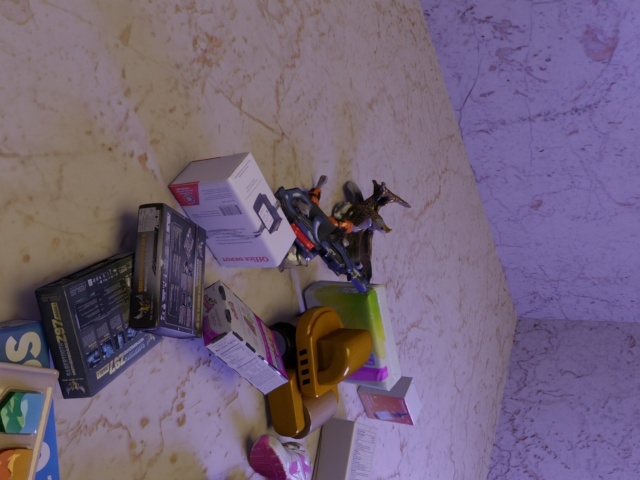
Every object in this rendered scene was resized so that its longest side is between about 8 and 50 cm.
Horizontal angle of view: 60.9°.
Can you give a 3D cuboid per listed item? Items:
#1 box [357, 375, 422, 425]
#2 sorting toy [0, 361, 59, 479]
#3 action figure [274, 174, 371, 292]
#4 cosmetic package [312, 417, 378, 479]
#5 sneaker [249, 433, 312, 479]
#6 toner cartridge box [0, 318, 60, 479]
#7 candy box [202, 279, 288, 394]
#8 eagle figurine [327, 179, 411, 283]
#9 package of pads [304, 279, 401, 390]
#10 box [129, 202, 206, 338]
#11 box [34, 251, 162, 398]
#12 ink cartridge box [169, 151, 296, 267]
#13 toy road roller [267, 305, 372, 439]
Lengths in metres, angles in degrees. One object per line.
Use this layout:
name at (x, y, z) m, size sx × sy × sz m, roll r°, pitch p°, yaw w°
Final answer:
box at (0.227, 0.515, 1.774) m, size 0.091 × 0.170 × 0.130 m, roll -51°, pitch 128°, yaw -45°
sorting toy at (-0.458, 0.267, 0.727) m, size 0.193 × 0.038 × 0.208 m, roll 30°, pitch 64°, yaw -52°
action figure at (0.000, 0.000, 1.462) m, size 0.341 × 0.178 × 0.330 m, roll 54°, pitch 44°, yaw -1°
cosmetic package at (0.064, 0.682, 1.569) m, size 0.160 × 0.113 × 0.310 m, roll 39°, pitch 56°, yaw -49°
sneaker at (-0.092, 0.549, 1.363) m, size 0.111 × 0.102 × 0.252 m, roll -64°, pitch 144°, yaw -42°
toner cartridge box at (-0.481, 0.301, 0.793) m, size 0.165 × 0.075 × 0.348 m, roll -7°, pitch 94°, yaw -56°
candy box at (-0.173, 0.217, 1.203) m, size 0.233 × 0.071 × 0.159 m, roll 54°, pitch 6°, yaw -40°
eagle figurine at (0.137, -0.038, 1.701) m, size 0.226 × 0.225 × 0.298 m, roll 32°, pitch 91°, yaw -7°
package of pads at (0.087, 0.259, 1.525) m, size 0.101 × 0.229 × 0.297 m, roll -29°, pitch 113°, yaw -49°
box at (-0.286, 0.065, 1.048) m, size 0.183 × 0.056 × 0.231 m, roll 49°, pitch 38°, yaw -70°
box at (-0.366, 0.133, 0.931) m, size 0.233 × 0.059 × 0.184 m, roll -48°, pitch 129°, yaw -72°
ink cartridge box at (-0.185, -0.059, 1.180) m, size 0.100 × 0.171 × 0.237 m, roll -59°, pitch 135°, yaw -40°
toy road roller at (0.005, 0.332, 1.383) m, size 0.202 × 0.240 × 0.330 m, roll -13°, pitch 99°, yaw -56°
